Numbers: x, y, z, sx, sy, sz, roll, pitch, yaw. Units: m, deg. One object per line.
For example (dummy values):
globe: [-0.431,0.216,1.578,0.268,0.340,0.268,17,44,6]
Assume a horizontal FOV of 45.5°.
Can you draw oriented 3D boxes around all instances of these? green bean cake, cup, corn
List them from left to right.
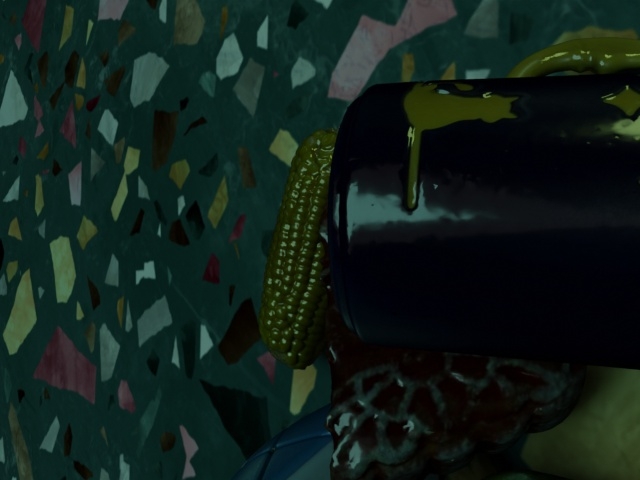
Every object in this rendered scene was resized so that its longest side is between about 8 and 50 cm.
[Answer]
corn: [0.000,0.000,0.739,0.097,0.097,0.261,31,111,44]
green bean cake: [0.073,0.057,0.583,0.198,0.097,0.232,-19,63,-1]
cup: [0.156,-0.026,0.484,0.256,0.255,0.178,3,110,17]

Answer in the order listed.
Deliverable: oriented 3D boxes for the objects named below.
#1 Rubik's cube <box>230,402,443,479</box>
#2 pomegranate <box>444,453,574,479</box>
Rubik's cube: [0.014,0.213,0.689,0.254,0.254,0.254,-4,84,47]
pomegranate: [0.136,0.229,0.544,0.205,0.159,0.159,-110,39,-65]
